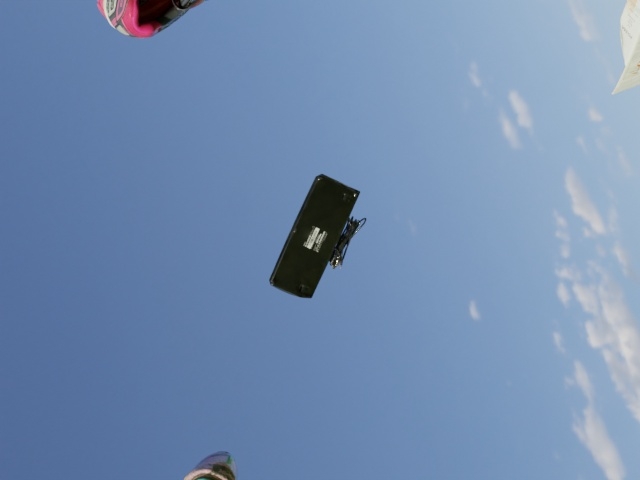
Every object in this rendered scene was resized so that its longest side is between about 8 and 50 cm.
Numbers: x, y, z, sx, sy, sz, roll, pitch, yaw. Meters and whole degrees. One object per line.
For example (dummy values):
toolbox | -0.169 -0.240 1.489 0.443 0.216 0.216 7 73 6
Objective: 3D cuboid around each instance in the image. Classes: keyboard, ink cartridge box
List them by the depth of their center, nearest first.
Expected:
ink cartridge box | 0.458 -0.284 1.082 0.179 0.145 0.045 89 158 -61
keyboard | 0.000 0.000 1.287 0.100 0.192 0.038 25 -174 -4

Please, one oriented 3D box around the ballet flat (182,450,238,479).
ballet flat | -0.147 0.308 0.858 0.076 0.222 0.079 35 -164 4

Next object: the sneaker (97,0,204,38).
sneaker | -0.148 -0.367 1.053 0.121 0.299 0.112 44 -178 -41
